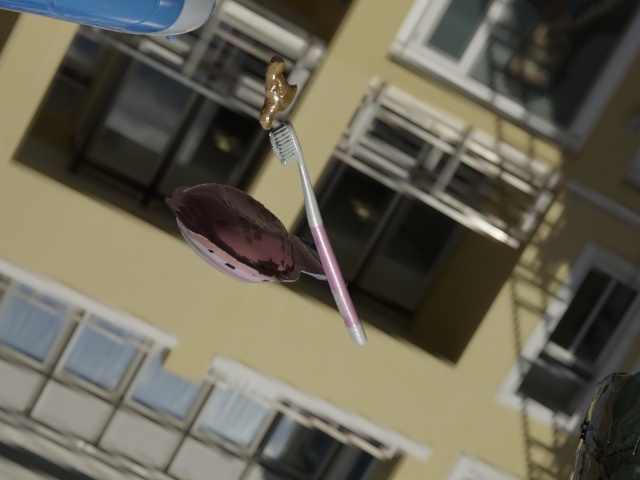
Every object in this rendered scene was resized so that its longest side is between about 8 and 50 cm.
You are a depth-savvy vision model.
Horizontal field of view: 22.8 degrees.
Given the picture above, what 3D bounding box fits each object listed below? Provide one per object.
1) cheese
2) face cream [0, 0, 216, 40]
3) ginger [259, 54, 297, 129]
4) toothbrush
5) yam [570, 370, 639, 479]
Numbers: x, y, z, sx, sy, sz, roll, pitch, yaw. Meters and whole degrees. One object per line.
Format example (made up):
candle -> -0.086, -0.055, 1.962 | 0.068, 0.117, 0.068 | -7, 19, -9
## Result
cheese -> -0.075, 0.000, 1.921 | 0.286, 0.074, 0.189 | 19, -156, -48
face cream -> -0.191, -0.217, 1.284 | 0.149, 0.083, 0.264 | 34, -161, 37
ginger -> -0.048, -0.179, 1.938 | 0.030, 0.097, 0.048 | 31, -147, 35
toothbrush -> 0.000, 0.000, 1.592 | 0.020, 0.025, 0.286 | 33, 151, 49
yam -> 0.373, 0.313, 1.709 | 0.241, 0.348, 0.241 | 17, 169, 3
